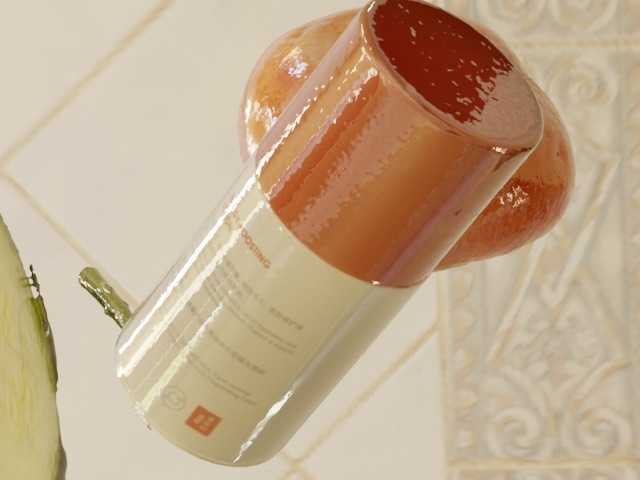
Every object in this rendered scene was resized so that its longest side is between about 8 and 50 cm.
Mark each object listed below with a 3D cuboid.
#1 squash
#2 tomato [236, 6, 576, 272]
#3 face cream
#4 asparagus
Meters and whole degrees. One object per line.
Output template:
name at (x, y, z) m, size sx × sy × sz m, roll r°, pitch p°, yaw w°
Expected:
squash at (-0.193, 0.079, 1.141) m, size 0.155 × 0.204 × 0.237 m, roll 2°, pitch 77°, yaw -33°
tomato at (0.066, -0.081, 1.219) m, size 0.236 × 0.095 × 0.237 m, roll 11°, pitch 44°, yaw -10°
face cream at (0.000, 0.000, 0.801) m, size 0.096 × 0.096 × 0.214 m, roll 42°, pitch 123°, yaw 6°
asparagus at (-0.103, 0.040, 0.926) m, size 0.014 × 0.114 × 0.015 m, roll 38°, pitch 92°, yaw -31°
